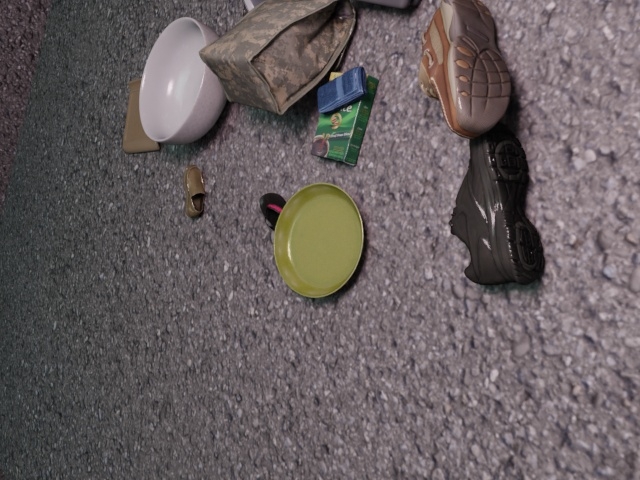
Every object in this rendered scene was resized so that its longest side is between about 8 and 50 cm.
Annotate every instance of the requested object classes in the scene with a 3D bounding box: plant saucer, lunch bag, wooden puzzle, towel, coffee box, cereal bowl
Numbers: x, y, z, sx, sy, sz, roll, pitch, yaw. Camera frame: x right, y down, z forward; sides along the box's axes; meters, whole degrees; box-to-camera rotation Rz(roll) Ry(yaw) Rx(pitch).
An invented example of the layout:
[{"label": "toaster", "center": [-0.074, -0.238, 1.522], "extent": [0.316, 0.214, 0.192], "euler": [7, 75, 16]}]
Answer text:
[{"label": "plant saucer", "center": [0.000, 0.000, 1.177], "extent": [0.241, 0.037, 0.240], "euler": [-5, 82, 38]}, {"label": "lunch bag", "center": [-0.080, -0.428, 1.230], "extent": [0.287, 0.168, 0.235], "euler": [-46, 40, -15]}, {"label": "wooden puzzle", "center": [-0.566, -0.405, 1.814], "extent": [0.221, 0.044, 0.238], "euler": [5, 92, 45]}, {"label": "towel", "center": [0.042, -0.305, 1.139], "extent": [0.120, 0.029, 0.067], "euler": [-17, 71, 42]}, {"label": "coffee box", "center": [0.047, -0.258, 1.177], "extent": [0.113, 0.041, 0.184], "euler": [23, 99, 45]}, {"label": "cereal bowl", "center": [-0.353, -0.418, 1.529], "extent": [0.339, 0.141, 0.338], "euler": [-8, 78, 43]}]

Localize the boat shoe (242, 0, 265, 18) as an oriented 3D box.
[{"label": "boat shoe", "center": [-0.163, -0.550, 1.414], "extent": [0.076, 0.080, 0.228], "euler": [-33, 69, 35]}]

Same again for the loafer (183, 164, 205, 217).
[{"label": "loafer", "center": [-0.341, -0.136, 1.538], "extent": [0.050, 0.056, 0.147], "euler": [-2, 93, 44]}]

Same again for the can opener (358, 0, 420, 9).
[{"label": "can opener", "center": [0.070, -0.536, 1.121], "extent": [0.284, 0.076, 0.095], "euler": [26, 131, 31]}]

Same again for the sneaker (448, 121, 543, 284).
[{"label": "sneaker", "center": [0.261, -0.063, 0.898], "extent": [0.130, 0.109, 0.285], "euler": [-20, 67, 50]}]

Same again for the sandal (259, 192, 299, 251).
[{"label": "sandal", "center": [-0.099, -0.048, 1.290], "extent": [0.067, 0.040, 0.179], "euler": [-52, 52, 27]}]

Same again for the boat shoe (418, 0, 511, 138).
[{"label": "boat shoe", "center": [0.226, -0.278, 0.924], "extent": [0.116, 0.123, 0.324], "euler": [-44, 29, 46]}]
